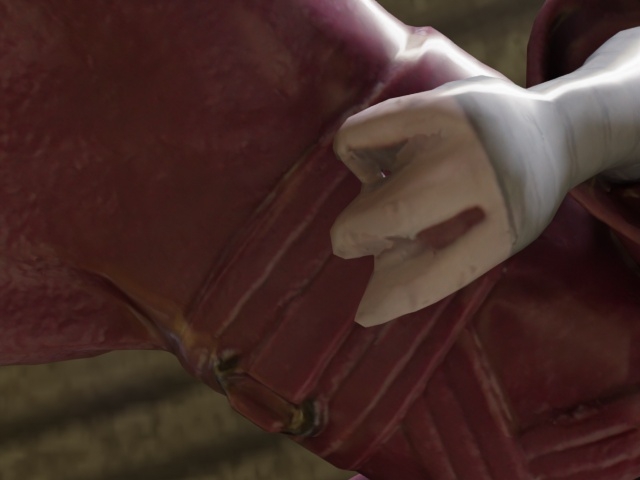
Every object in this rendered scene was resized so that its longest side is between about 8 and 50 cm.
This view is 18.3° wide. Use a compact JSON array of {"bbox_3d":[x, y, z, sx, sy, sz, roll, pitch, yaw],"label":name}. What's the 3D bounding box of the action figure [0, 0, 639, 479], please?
[{"bbox_3d":[0.000,0.000,0.476,0.370,0.276,0.248,35,-53,-2],"label":"action figure"}]
